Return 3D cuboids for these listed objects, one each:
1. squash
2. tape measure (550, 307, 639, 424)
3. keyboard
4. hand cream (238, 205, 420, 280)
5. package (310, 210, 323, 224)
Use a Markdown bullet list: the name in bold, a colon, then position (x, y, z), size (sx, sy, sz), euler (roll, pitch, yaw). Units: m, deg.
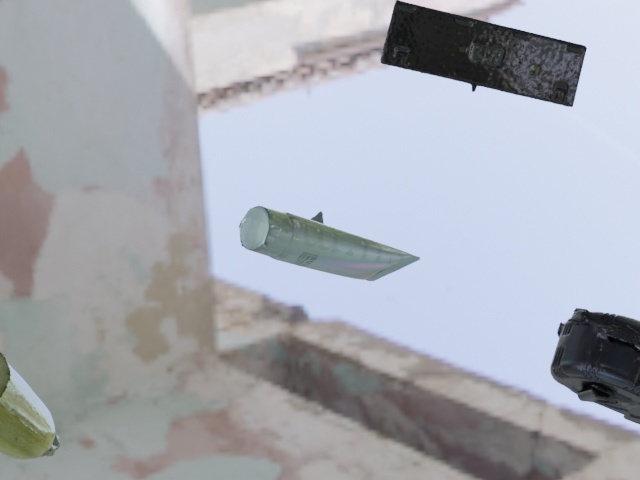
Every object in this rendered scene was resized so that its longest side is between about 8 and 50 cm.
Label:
- **squash**: position (-0.442, 0.253, 2.078), size (0.137, 0.287, 0.137), euler (-19, -132, 22)
- **tape measure**: position (0.390, 0.168, 1.880), size (0.186, 0.112, 0.199), euler (24, 163, -3)
- **keyboard**: position (0.238, -0.267, 2.106), size (0.317, 0.106, 0.027), euler (11, -171, -20)
- **hand cream**: position (0.007, 0.010, 1.506), size (0.205, 0.050, 0.078), euler (17, 147, -39)
- **package**: position (0.000, 0.000, 2.019), size (0.037, 0.110, 0.015), euler (-41, -123, -14)
